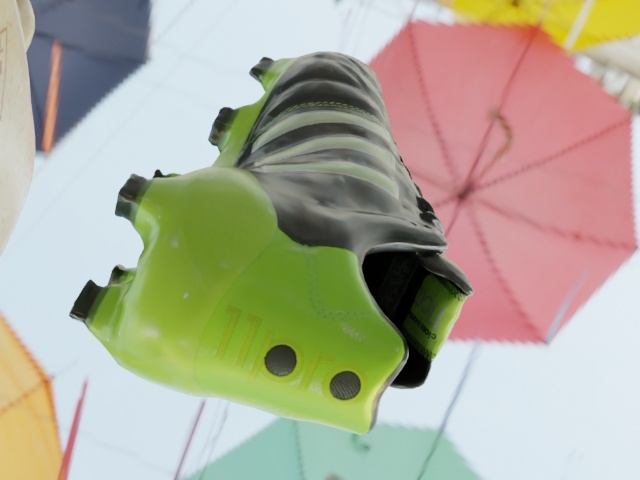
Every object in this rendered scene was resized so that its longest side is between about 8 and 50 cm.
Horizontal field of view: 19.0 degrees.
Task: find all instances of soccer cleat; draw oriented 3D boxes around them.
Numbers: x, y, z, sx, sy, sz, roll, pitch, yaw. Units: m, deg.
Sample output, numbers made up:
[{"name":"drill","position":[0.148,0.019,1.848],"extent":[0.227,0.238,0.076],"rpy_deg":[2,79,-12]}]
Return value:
[{"name":"soccer cleat","position":[0.000,0.000,0.443],"extent":[0.072,0.060,0.179],"rpy_deg":[25,-161,3]}]

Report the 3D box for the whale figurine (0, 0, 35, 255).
[{"name":"whale figurine","position":[-0.197,-0.072,0.763],"extent":[0.141,0.272,0.216],"rpy_deg":[22,-148,13]}]
